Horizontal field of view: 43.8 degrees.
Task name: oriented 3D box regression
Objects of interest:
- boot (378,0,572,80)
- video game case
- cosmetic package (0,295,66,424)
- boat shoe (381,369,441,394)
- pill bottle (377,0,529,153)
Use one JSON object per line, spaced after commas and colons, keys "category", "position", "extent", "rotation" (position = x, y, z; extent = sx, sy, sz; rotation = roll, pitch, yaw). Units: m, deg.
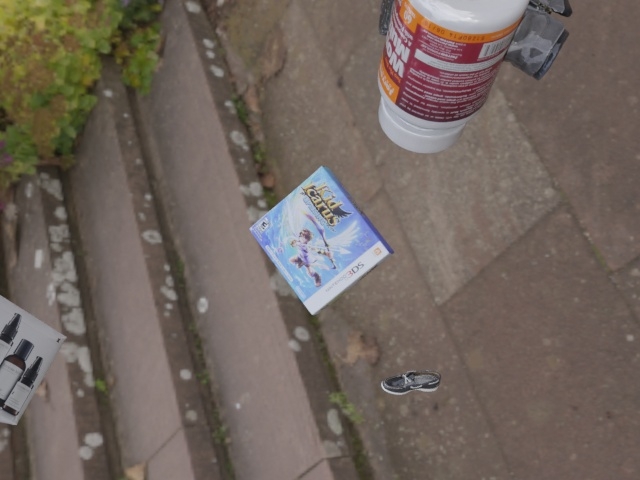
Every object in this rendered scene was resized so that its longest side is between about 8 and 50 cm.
{"category": "boot", "position": [0.198, -0.340, 1.016], "extent": [0.118, 0.223, 0.338], "rotation": [116, 166, -56]}
{"category": "video game case", "position": [0.000, 0.000, 1.914], "extent": [0.244, 0.061, 0.269], "rotation": [-40, 79, 13]}
{"category": "cosmetic package", "position": [-0.355, 0.068, 0.713], "extent": [0.060, 0.239, 0.099], "rotation": [-7, 51, 43]}
{"category": "boat shoe", "position": [0.189, 0.291, 1.645], "extent": [0.046, 0.125, 0.038], "rotation": [-99, 16, -45]}
{"category": "pill bottle", "position": [0.124, -0.190, 0.811], "extent": [0.221, 0.121, 0.121], "rotation": [101, 156, -62]}
